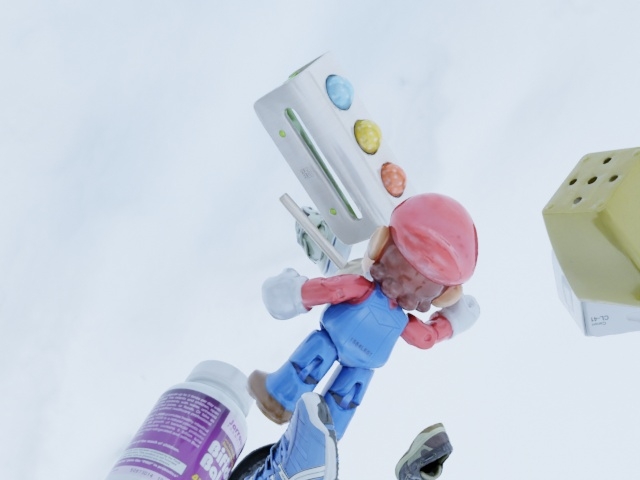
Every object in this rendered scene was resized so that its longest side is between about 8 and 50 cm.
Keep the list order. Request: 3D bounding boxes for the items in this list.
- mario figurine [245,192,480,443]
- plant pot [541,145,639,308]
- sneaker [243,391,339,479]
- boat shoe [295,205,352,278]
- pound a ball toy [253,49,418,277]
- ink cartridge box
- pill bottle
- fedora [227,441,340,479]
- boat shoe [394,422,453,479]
[{"bbox_3d":[0.059,0.080,0.914,0.320,0.170,0.198,-51,143,2],"label":"mario figurine"},{"bbox_3d":[0.492,-0.033,1.261,0.187,0.212,0.212,46,74,-18],"label":"plant pot"},{"bbox_3d":[-0.037,0.247,0.764,0.081,0.080,0.211,10,104,-15],"label":"sneaker"},{"bbox_3d":[0.000,0.000,1.448,0.094,0.302,0.109,16,98,-7],"label":"boat shoe"},{"bbox_3d":[0.033,-0.105,1.184,0.135,0.208,0.319,-22,108,39],"label":"pound a ball toy"},{"bbox_3d":[0.622,0.084,1.615,0.226,0.306,0.131,-10,98,8],"label":"ink cartridge box"},{"bbox_3d":[-0.220,0.341,1.275,0.169,0.301,0.169,11,128,15],"label":"pill bottle"},{"bbox_3d":[-0.046,0.539,1.445,0.334,0.334,0.152,40,141,-25],"label":"fedora"},{"bbox_3d":[0.144,0.312,1.082,0.056,0.049,0.152,-13,140,-22],"label":"boat shoe"}]
